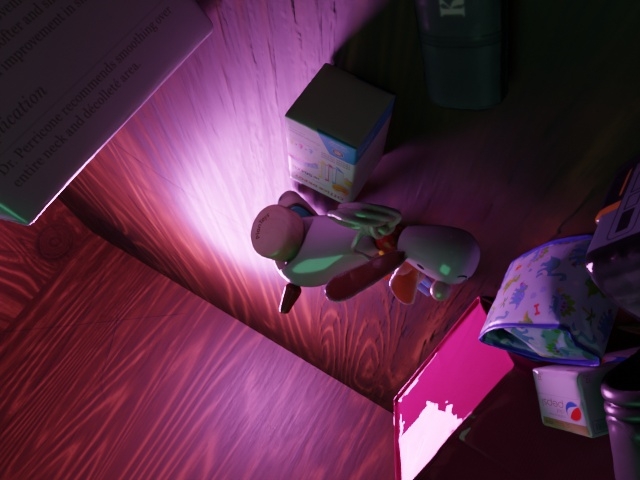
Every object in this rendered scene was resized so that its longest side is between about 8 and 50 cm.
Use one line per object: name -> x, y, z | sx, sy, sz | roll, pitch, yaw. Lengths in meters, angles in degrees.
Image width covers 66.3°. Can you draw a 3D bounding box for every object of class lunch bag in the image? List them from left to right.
lunch bag -> 0.271, 0.074, 0.593 | 0.096, 0.129, 0.151 | 41, 157, -17

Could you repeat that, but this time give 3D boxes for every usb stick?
usb stick -> 0.096, -0.205, 0.349 | 0.077, 0.045, 0.278 | 21, 156, 31

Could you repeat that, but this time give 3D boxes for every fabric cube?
fabric cube -> 0.290, 0.287, 0.743 | 0.258, 0.259, 0.254 | 34, -164, -1

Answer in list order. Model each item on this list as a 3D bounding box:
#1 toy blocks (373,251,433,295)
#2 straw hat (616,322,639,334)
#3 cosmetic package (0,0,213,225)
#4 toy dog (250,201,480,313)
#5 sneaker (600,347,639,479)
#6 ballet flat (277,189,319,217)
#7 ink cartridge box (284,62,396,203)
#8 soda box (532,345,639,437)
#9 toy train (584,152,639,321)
toy blocks -> 0.121, 0.043, 0.845 | 0.148, 0.054, 0.123 | 41, 157, -21
straw hat -> 0.395, 0.077, 0.514 | 0.144, 0.061, 0.144 | 13, 173, 2
cosmetic package -> -0.415, -0.267, 0.556 | 0.327, 0.329, 0.393 | 7, 146, 50
toy dog -> 0.037, 0.045, 0.694 | 0.220, 0.161, 0.334 | 11, 177, -31
sneaker -> 0.414, 0.156, 0.483 | 0.104, 0.296, 0.147 | 168, 85, -82
ballet flat -> 0.000, 0.000, 0.915 | 0.086, 0.086, 0.248 | 8, 146, 48
ink cartridge box -> 0.021, -0.116, 0.590 | 0.092, 0.090, 0.143 | 28, 158, 12
soda box -> 0.364, 0.168, 0.574 | 0.216, 0.069, 0.074 | -5, 171, -19
toy train -> 0.274, -0.057, 0.215 | 0.142, 0.190, 0.334 | 33, 159, -2
